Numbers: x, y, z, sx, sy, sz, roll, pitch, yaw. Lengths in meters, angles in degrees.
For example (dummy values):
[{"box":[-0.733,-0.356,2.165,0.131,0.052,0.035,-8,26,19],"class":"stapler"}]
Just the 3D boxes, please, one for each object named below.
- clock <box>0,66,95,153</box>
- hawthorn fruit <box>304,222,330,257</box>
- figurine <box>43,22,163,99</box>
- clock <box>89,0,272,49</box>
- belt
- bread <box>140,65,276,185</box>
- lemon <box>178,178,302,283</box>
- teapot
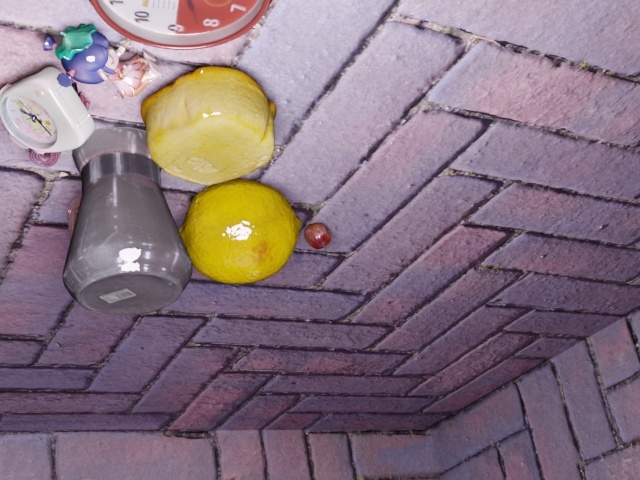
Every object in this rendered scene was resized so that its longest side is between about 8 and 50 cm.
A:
[{"box":[-0.527,-0.235,1.700,0.191,0.062,0.151,-6,127,31],"class":"clock"},{"box":[0.000,0.000,2.362,0.067,0.103,0.066,-19,140,-16],"class":"hawthorn fruit"},{"box":[-0.384,-0.310,1.618,0.102,0.111,0.195,-46,140,18],"class":"figurine"},{"box":[-0.226,-0.429,1.480,0.319,0.080,0.318,-4,154,-2],"class":"clock"},{"box":[-0.511,-0.226,1.796,0.071,0.053,0.232,18,141,-24],"class":"belt"},{"box":[-0.218,-0.225,1.803,0.270,0.147,0.269,-5,150,-3],"class":"bread"},{"box":[-0.187,-0.019,2.103,0.268,0.267,0.267,-8,153,-4],"class":"lemon"},{"box":[-0.418,-0.029,1.889,0.300,0.343,0.253,-29,147,31],"class":"teapot"}]
